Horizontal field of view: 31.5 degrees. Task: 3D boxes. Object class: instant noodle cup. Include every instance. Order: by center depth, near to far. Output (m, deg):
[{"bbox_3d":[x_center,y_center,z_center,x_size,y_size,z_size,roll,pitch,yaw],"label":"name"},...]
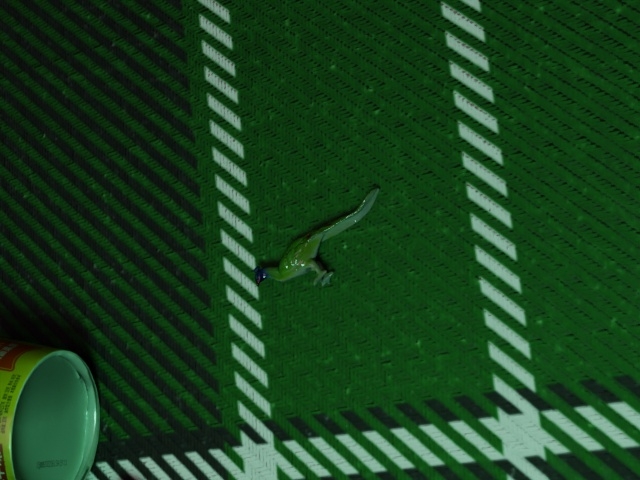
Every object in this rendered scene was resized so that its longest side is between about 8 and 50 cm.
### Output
[{"bbox_3d":[-0.478,0.266,1.662,0.221,0.311,0.311,0,84,19],"label":"instant noodle cup"}]

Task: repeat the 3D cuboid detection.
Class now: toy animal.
[{"bbox_3d":[0.006,0.015,1.551,0.217,0.041,0.075,-33,68,17],"label":"toy animal"}]
